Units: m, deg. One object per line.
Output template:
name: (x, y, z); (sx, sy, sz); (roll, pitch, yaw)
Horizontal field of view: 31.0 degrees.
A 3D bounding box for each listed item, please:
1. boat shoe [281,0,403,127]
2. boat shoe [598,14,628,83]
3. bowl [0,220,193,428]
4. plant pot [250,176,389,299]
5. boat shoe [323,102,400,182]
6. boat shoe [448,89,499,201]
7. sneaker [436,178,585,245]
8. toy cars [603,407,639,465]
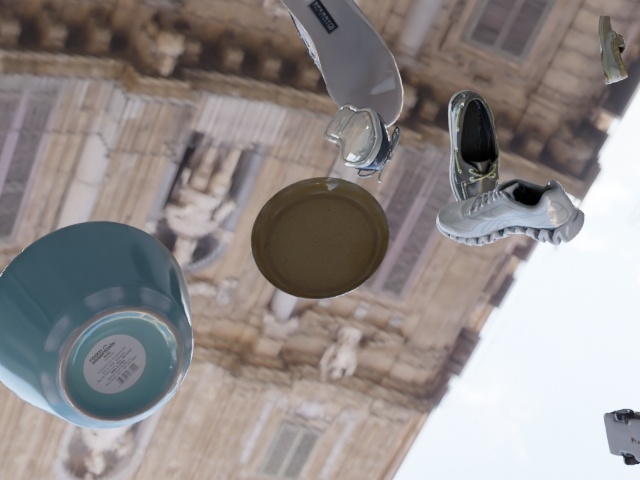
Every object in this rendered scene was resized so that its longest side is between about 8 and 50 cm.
boat shoe: (0.042, -0.342, 1.955); (0.340, 0.127, 0.158); (61, -166, 1)
boat shoe: (0.512, -0.335, 2.018); (0.045, 0.050, 0.135); (-7, -113, 15)
bowl: (-0.304, 0.143, 1.641); (0.312, 0.311, 0.163); (7, -164, -32)
plant pot: (0.000, 0.000, 1.961); (0.236, 0.032, 0.236); (-3, -119, 5)
boat shoe: (0.069, -0.144, 1.726); (0.079, 0.095, 0.254); (31, -178, -17)
boat shoe: (0.345, -0.182, 2.573); (0.109, 0.305, 0.091); (-10, -169, -6)
sneaker: (0.338, -0.062, 2.136); (0.292, 0.118, 0.110); (-3, -131, 37)
toy cars: (0.622, 0.282, 1.953); (0.087, 0.393, 0.176); (-17, -120, -30)
